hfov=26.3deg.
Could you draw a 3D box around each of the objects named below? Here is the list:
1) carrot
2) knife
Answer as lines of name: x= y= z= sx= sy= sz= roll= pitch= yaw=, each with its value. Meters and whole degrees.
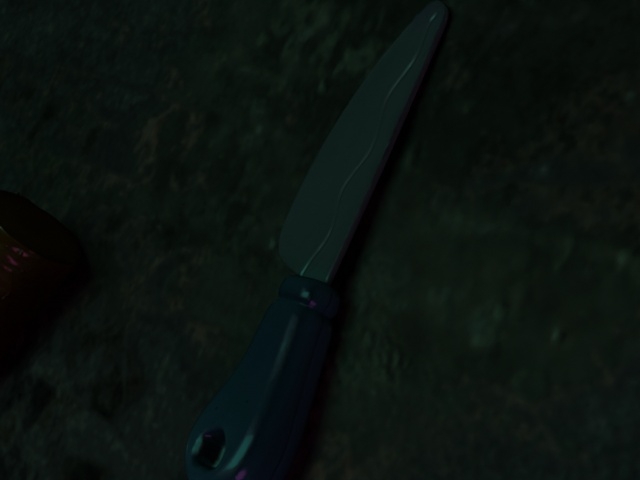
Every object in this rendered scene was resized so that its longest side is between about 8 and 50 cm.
carrot: x=-0.211 y=0.071 z=0.756 sx=0.210 sy=0.061 sz=0.061 roll=-53 pitch=43 yaw=16
knife: x=-0.001 y=0.000 z=0.609 sx=0.058 sy=0.032 sz=0.244 roll=1 pitch=66 yaw=54
